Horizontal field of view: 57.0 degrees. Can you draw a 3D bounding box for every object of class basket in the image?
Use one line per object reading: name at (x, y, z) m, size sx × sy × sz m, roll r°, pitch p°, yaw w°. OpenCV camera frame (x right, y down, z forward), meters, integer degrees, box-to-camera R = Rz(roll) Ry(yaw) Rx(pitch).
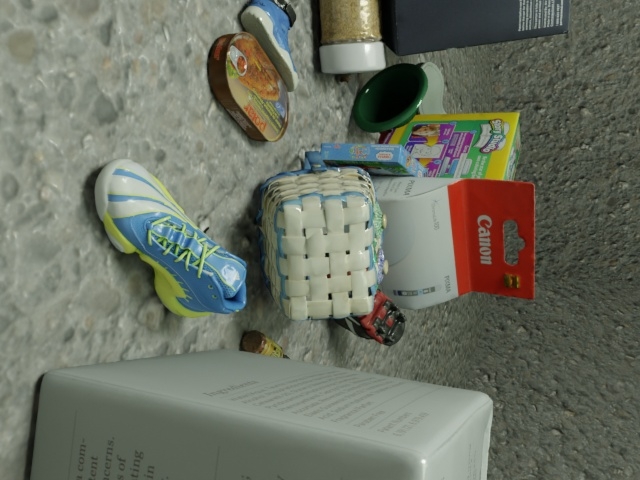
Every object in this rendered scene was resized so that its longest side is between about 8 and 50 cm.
basket at (0.000, 0.000, 0.953) m, size 0.289 × 0.201 × 0.254 m, roll -120°, pitch -154°, yaw -70°

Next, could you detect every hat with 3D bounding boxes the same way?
hat at (0.185, -0.261, 1.276) m, size 0.183 × 0.173 × 0.208 m, roll 40°, pitch 15°, yaw -41°

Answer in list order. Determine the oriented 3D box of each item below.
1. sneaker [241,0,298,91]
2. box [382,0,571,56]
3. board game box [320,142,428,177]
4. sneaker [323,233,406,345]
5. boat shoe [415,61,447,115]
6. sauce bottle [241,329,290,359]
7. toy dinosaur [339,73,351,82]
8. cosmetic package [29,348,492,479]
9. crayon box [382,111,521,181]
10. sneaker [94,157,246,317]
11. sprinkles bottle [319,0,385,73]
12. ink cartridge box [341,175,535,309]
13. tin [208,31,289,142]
sneaker at (-0.060, -0.308, 0.901) m, size 0.084 × 0.058 × 0.152 m, roll -61°, pitch 141°, yaw -27°
box at (0.268, -0.493, 1.153) m, size 0.343 × 0.313 × 0.178 m, roll -96°, pitch 179°, yaw -64°
board game box at (0.114, -0.152, 1.192) m, size 0.211 × 0.160 × 0.039 m, roll 14°, pitch 82°, yaw -65°
sneaker at (0.056, 0.103, 1.192) m, size 0.276 × 0.135 × 0.097 m, roll 55°, pitch 54°, yaw -22°
boat shoe at (0.283, -0.371, 1.620) m, size 0.114 × 0.091 × 0.302 m, roll -45°, pitch 143°, yaw -16°
sauce bottle at (-0.083, 0.182, 0.959) m, size 0.128 × 0.042 × 0.042 m, roll 48°, pitch 51°, yaw -56°
toy dinosaur at (0.077, -0.404, 1.212) m, size 0.211 × 0.064 × 0.112 m, roll -57°, pitch 168°, yaw -38°
cosmetic package at (-0.050, 0.311, 0.626) m, size 0.327 × 0.394 × 0.329 m, roll 12°, pitch 84°, yaw -65°
crayon box at (0.286, -0.166, 1.384) m, size 0.363 × 0.313 × 0.106 m, roll -61°, pitch 146°, yaw -42°
sneaker at (-0.151, 0.003, 0.674) m, size 0.240 × 0.126 × 0.091 m, roll 68°, pitch 35°, yaw -46°
sprinkles bottle at (0.051, -0.480, 1.039) m, size 0.121 × 0.121 × 0.355 m, roll -34°, pitch 125°, yaw -60°
ink cartridge box at (0.232, 0.019, 1.209) m, size 0.091 × 0.385 × 0.308 m, roll -59°, pitch 145°, yaw -42°
tin at (-0.100, -0.218, 0.858) m, size 0.189 × 0.040 × 0.106 m, roll 49°, pitch 47°, yaw -58°
